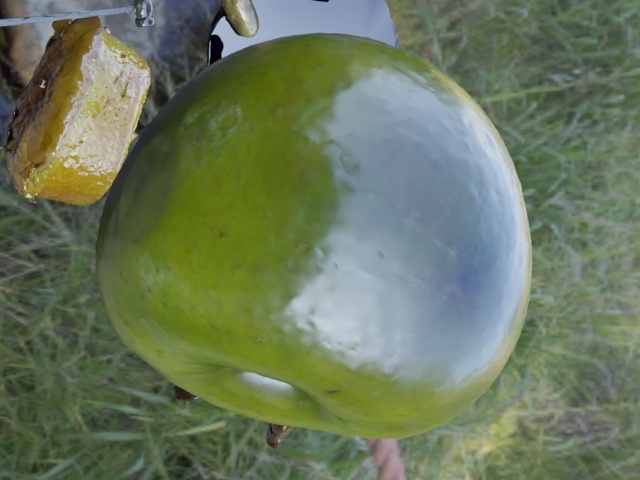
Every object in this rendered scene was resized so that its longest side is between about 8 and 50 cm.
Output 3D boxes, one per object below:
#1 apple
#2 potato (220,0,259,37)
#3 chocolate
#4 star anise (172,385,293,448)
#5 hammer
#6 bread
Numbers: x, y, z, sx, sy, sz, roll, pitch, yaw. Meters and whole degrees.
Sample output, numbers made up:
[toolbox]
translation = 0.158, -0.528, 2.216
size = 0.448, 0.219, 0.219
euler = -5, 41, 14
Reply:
[apple]
translation = 0.000, 0.000, 0.451
size = 0.196, 0.196, 0.157
euler = 34, 64, -53
[potato]
translation = -0.109, -0.312, 1.376
size = 0.051, 0.040, 0.083
euler = -120, -172, -63
[chocolate]
translation = -0.041, -0.277, 1.526
size = 0.186, 0.283, 0.283
euler = -129, -151, -73
[star anise]
translation = 0.021, 0.062, 0.788
size = 0.288, 0.288, 0.088
euler = 43, 16, -50
[hammer]
translation = -0.379, -0.320, 1.459
size = 0.292, 0.029, 0.058
euler = -12, 105, -24
[bread]
translation = -0.463, -0.245, 1.952
size = 0.204, 0.337, 0.358
euler = 25, 59, -32
